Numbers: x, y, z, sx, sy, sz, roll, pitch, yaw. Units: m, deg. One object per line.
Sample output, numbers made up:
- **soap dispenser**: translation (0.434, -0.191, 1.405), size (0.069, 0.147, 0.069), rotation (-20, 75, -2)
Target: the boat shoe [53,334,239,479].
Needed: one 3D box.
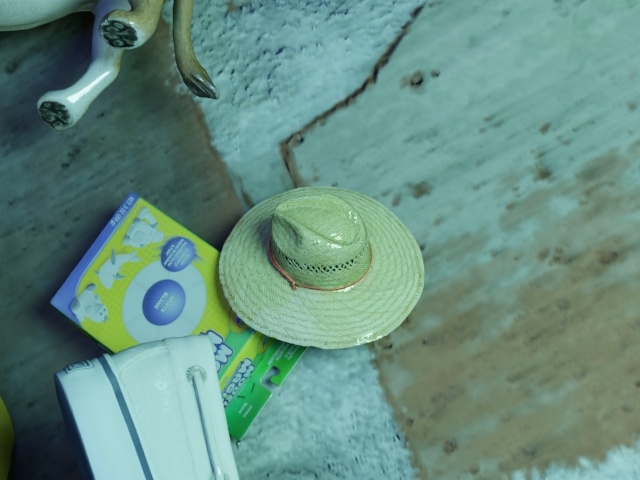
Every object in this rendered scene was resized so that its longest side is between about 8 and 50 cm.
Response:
- **boat shoe**: translation (-0.036, 0.228, 1.058), size (0.156, 0.136, 0.367), rotation (-19, 77, -14)

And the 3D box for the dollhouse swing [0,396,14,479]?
- **dollhouse swing**: translation (-0.409, 0.093, 1.305), size (0.347, 0.305, 0.315), rotation (-18, 106, 15)

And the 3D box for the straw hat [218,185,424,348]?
- **straw hat**: translation (0.000, 0.000, 1.140), size (0.144, 0.061, 0.144), rotation (-2, 55, 3)

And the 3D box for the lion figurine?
- **lion figurine**: translation (-0.229, -0.209, 1.308), size (0.392, 0.142, 0.240), rotation (12, 46, 12)

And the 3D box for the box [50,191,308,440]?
- **box**: translation (-0.096, 0.054, 1.197), size (0.179, 0.043, 0.105), rotation (33, 85, 27)
